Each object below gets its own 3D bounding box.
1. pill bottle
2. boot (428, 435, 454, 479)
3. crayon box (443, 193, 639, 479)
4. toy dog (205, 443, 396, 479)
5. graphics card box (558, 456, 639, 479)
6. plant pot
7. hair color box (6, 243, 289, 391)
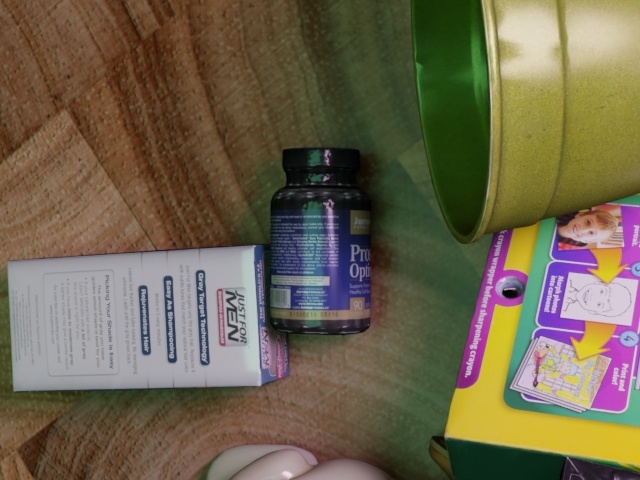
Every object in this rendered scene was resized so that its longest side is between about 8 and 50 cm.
[{"bbox_3d":[0.000,0.000,1.495,0.123,0.123,0.219,1,91,19],"label":"pill bottle"},{"bbox_3d":[0.173,0.338,1.464,0.197,0.073,0.152,40,108,19],"label":"boot"},{"bbox_3d":[0.322,0.093,1.292,0.313,0.106,0.363,7,54,19],"label":"crayon box"},{"bbox_3d":[-0.064,0.393,1.350,0.395,0.408,0.284,-11,89,27],"label":"toy dog"},{"bbox_3d":[0.330,0.359,1.255,0.233,0.371,0.094,12,57,12],"label":"graphics card box"},{"bbox_3d":[0.299,-0.197,1.270,0.353,0.366,0.366,-7,88,-5],"label":"plant pot"},{"bbox_3d":[-0.220,0.099,1.581,0.347,0.105,0.174,-3,89,20],"label":"hair color box"}]
